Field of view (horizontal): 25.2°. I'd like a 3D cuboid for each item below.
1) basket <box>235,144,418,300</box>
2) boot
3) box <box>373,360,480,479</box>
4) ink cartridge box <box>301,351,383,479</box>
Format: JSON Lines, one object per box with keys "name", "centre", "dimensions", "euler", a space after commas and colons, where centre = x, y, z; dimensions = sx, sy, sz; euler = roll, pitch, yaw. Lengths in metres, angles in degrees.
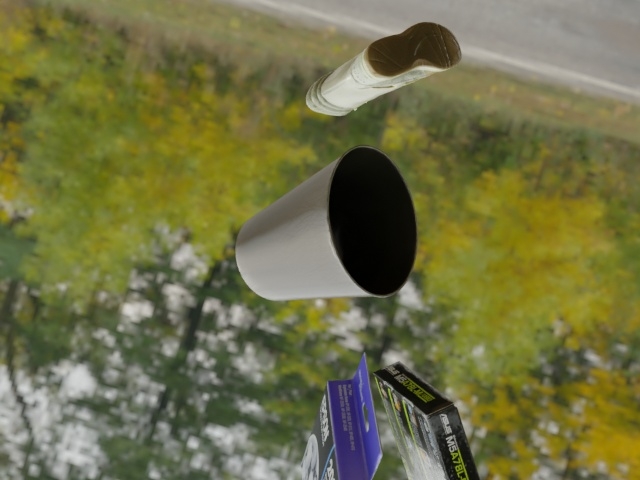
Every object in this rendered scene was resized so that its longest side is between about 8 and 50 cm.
{"name": "basket", "centre": [0.000, 0.000, 1.941], "dimensions": [0.154, 0.204, 0.227], "euler": [8, 161, -38]}
{"name": "boot", "centre": [0.094, -0.249, 2.117], "dimensions": [0.213, 0.077, 0.165], "euler": [-20, 174, -44]}
{"name": "box", "centre": [0.137, 0.258, 1.720], "dimensions": [0.045, 0.190, 0.184], "euler": [-22, -164, -11]}
{"name": "ink cartridge box", "centre": [0.024, 0.280, 1.833], "dimensions": [0.045, 0.208, 0.206], "euler": [10, -149, -12]}
